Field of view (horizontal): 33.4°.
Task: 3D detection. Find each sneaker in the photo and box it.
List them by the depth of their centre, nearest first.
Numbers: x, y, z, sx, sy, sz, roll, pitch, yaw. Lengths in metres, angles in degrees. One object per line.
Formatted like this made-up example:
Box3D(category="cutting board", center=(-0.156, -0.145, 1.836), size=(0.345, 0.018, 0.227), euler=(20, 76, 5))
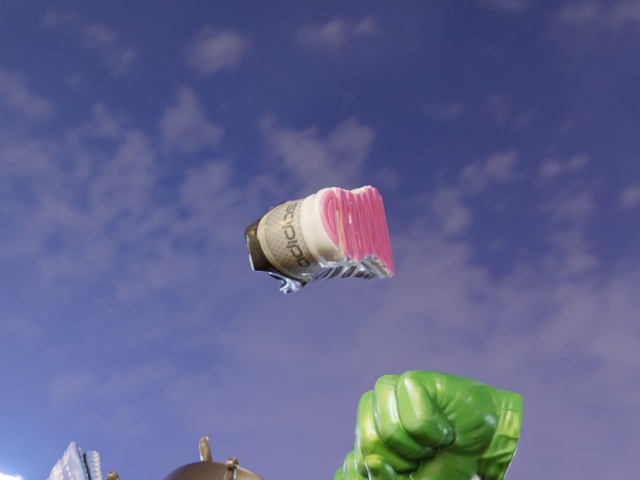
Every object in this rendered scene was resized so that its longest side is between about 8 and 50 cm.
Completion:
Box3D(category="sneaker", center=(0.000, 0.000, 0.704), size=(0.074, 0.063, 0.170), euler=(-13, -6, 17))

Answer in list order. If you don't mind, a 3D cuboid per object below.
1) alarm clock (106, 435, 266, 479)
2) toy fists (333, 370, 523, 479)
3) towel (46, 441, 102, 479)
Box3D(category="alarm clock", center=(-0.053, 0.219, 0.670), size=(0.129, 0.064, 0.192), euler=(-13, -78, 34))
Box3D(category="toy fists", center=(0.090, 0.228, 1.034), size=(0.142, 0.096, 0.279), euler=(13, -44, 0))
Box3D(category="towel", center=(-0.275, 0.354, 0.863), size=(0.040, 0.243, 0.336), euler=(30, -71, -31))
